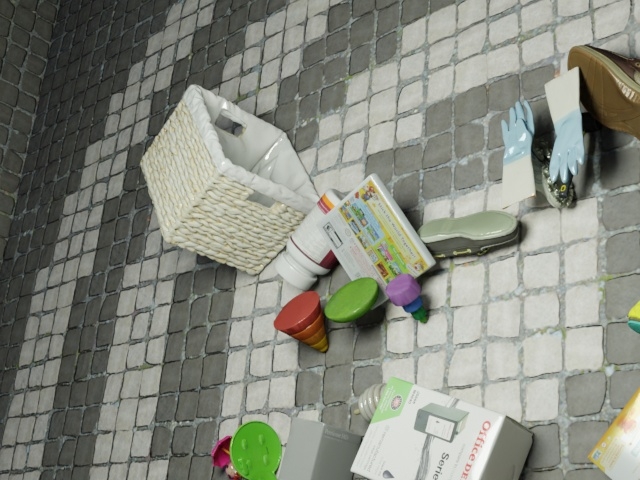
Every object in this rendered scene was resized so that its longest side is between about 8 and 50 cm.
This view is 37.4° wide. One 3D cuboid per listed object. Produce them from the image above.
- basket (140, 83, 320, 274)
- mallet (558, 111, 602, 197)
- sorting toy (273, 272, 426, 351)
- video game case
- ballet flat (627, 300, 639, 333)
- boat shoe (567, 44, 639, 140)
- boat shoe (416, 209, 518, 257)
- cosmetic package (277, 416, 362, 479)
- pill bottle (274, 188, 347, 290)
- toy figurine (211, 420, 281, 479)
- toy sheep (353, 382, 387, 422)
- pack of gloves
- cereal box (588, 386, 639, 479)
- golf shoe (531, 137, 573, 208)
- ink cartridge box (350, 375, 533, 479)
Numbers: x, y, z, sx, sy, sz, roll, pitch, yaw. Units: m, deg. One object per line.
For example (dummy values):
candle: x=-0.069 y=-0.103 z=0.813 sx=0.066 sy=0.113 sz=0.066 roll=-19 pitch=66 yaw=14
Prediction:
basket: x=-0.227 y=-0.144 z=2.298 sx=0.266 sy=0.328 sz=0.331 roll=-46 pitch=45 yaw=22
mallet: x=0.475 y=-0.164 z=1.791 sx=0.062 sy=0.039 sz=0.189 roll=8 pitch=65 yaw=47
sorting toy: x=0.073 y=0.168 z=2.005 sx=0.366 sy=0.126 sz=0.127 roll=-16 pitch=29 yaw=36
video game case: x=0.112 y=0.005 z=1.987 sx=0.206 sy=0.026 sz=0.227 roll=-41 pitch=77 yaw=42
ballet flat: x=0.601 y=0.143 z=1.513 sx=0.077 sy=0.077 sz=0.231 roll=-51 pitch=39 yaw=-10
boat shoe: x=0.588 y=-0.264 z=1.709 sx=0.123 sy=0.123 sz=0.342 roll=-22 pitch=41 yaw=-19
boat shoe: x=0.302 y=-0.008 z=1.892 sx=0.228 sy=0.068 sz=0.081 roll=-4 pitch=38 yaw=43
cosmetic package: x=-0.012 y=0.489 z=1.913 sx=0.107 sy=0.127 sz=0.238 roll=4 pitch=75 yaw=46
pill bottle: x=0.000 y=0.000 z=2.147 sx=0.221 sy=0.121 sz=0.121 roll=-52 pitch=43 yaw=14
toy figurine: x=-0.177 y=0.496 z=2.112 sx=0.159 sy=0.130 sz=0.173 roll=-23 pitch=79 yaw=52
toy sheep: x=0.121 y=0.328 z=1.887 sx=0.132 sy=0.091 sz=0.091 roll=-32 pitch=51 yaw=31
pack of gloves: x=0.427 y=-0.185 z=1.788 sx=0.195 sy=0.046 sz=0.232 roll=-28 pitch=49 yaw=47
cereal box: x=0.557 y=0.349 z=1.467 sx=0.173 sy=0.047 sz=0.240 roll=-57 pitch=42 yaw=8
golf shoe: x=0.430 y=-0.116 z=1.833 sx=0.086 sy=0.069 sz=0.176 roll=-56 pitch=35 yaw=39
ink cartridge box: x=0.218 y=0.385 z=1.719 sx=0.273 sy=0.115 sz=0.198 roll=11 pitch=71 yaw=45
